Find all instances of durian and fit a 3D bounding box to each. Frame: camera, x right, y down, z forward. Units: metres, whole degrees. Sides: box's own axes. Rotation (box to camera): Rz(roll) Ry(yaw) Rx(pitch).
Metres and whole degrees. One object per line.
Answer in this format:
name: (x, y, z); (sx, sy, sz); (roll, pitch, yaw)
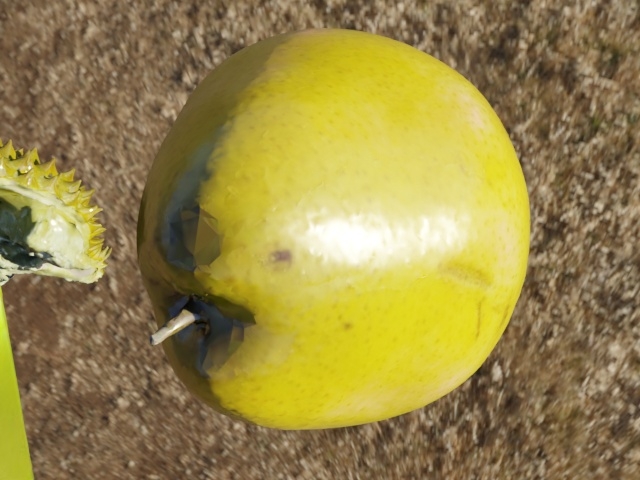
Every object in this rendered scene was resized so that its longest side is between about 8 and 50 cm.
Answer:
durian: (-0.349, -0.027, 1.174); (0.172, 0.306, 0.166); (12, 86, 54)

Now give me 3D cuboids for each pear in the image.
pear: (-0.005, -0.010, 0.768); (0.285, 0.336, 0.284); (-10, 76, 42)

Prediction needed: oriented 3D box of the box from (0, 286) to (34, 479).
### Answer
box: (-0.182, 0.060, 0.218); (0.043, 0.311, 0.173); (8, 115, 25)
